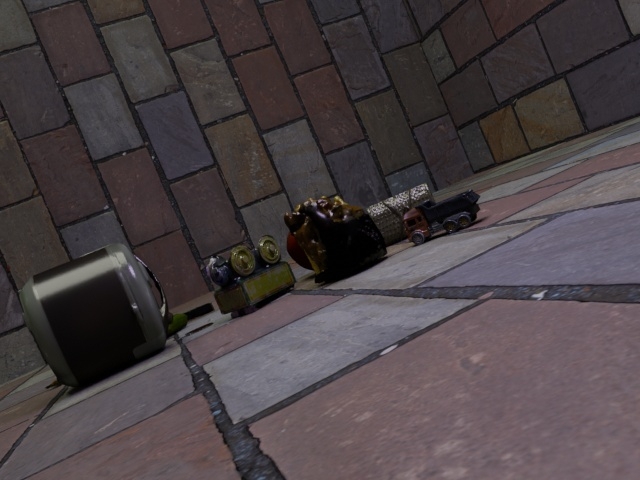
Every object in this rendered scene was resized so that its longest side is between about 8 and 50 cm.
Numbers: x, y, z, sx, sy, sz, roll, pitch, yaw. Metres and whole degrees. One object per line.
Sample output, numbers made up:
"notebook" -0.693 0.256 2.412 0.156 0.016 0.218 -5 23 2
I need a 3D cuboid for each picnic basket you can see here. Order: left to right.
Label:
"picnic basket" 0.250 -0.076 1.759 0.197 0.134 0.154 -22 3 6

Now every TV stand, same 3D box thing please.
"TV stand" -0.490 0.277 2.101 0.249 0.036 0.042 -23 1 14

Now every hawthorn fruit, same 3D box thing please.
"hawthorn fruit" 0.000 0.000 1.799 0.215 0.215 0.250 -25 -1 -42

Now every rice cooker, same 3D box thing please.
"rice cooker" -0.574 0.185 1.547 0.325 0.335 0.335 -25 3 -20

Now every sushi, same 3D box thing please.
"sushi" 0.034 -0.010 1.470 0.200 0.203 0.213 -27 -5 29

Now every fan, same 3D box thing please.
"fan" -0.355 0.255 1.648 0.085 0.005 0.133 -21 2 31

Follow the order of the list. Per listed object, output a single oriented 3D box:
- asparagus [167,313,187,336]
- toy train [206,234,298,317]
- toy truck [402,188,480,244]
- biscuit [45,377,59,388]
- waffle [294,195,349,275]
"asparagus" -0.493 0.279 1.806 0.067 0.060 0.278 -33 -1 14
"toy train" -0.193 0.094 1.629 0.134 0.177 0.261 -21 2 39
"toy truck" 0.296 -0.062 1.436 0.192 0.092 0.083 -22 3 30
"biscuit" -0.785 0.419 1.898 0.048 0.026 0.292 -42 -1 8
"waffle" 0.046 -0.031 1.651 0.219 0.229 0.057 -22 -17 -17
